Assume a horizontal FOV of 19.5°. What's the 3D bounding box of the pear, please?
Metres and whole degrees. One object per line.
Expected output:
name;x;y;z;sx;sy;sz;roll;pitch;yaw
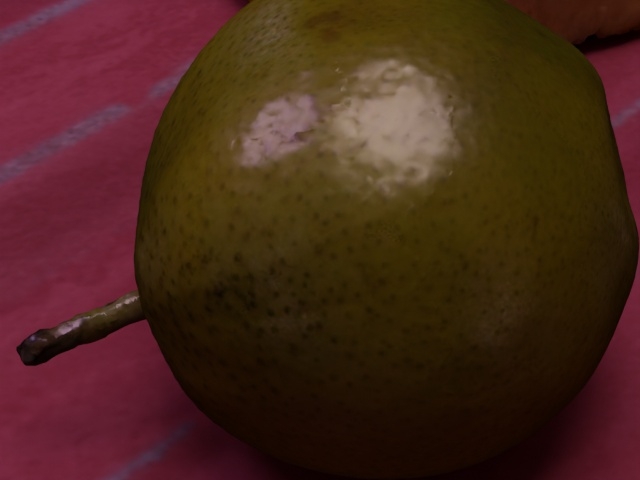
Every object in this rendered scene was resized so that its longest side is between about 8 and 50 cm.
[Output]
pear;0.000;0.000;0.643;0.216;0.166;0.180;-19;48;12

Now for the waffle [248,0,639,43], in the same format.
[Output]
waffle;0.070;-0.164;0.934;0.248;0.055;0.221;-19;40;-23
